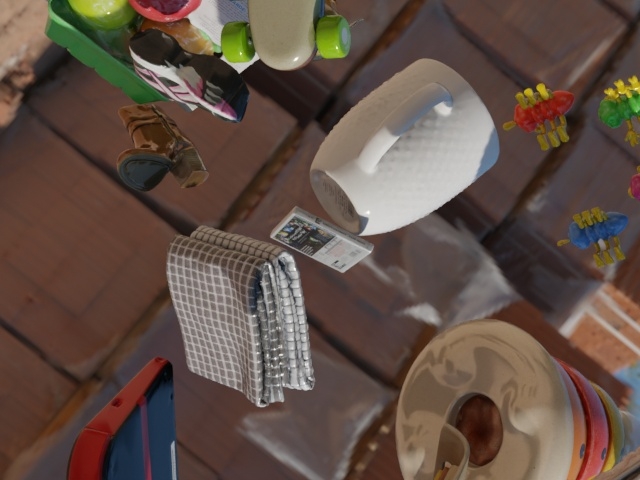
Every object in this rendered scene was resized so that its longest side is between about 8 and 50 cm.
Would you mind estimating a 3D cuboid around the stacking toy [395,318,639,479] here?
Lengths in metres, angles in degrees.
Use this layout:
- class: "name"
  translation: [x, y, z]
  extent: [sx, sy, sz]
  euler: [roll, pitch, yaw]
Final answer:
- class: "stacking toy"
  translation: [0.395, 0.319, 1.964]
  extent: [0.480, 0.350, 0.350]
  euler: [9, 132, -41]

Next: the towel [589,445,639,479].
- class: "towel"
  translation: [0.423, 0.418, 1.457]
  extent: [0.332, 0.317, 0.053]
  euler: [-37, -165, 5]

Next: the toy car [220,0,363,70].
- class: "toy car"
  translation: [-0.018, -0.286, 1.481]
  extent: [0.188, 0.155, 0.149]
  euler: [-13, 103, -68]

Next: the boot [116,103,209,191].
- class: "boot"
  translation: [-0.274, -0.152, 1.816]
  extent: [0.073, 0.152, 0.197]
  euler: [-43, 158, 20]

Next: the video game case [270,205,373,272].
- class: "video game case"
  translation: [0.000, 0.000, 2.339]
  extent: [0.022, 0.173, 0.190]
  euler: [-67, -171, -19]

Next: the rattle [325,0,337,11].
- class: "rattle"
  translation: [-0.053, -0.486, 2.357]
  extent: [0.130, 0.200, 0.143]
  euler: [34, 58, -71]

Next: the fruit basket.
- class: "fruit basket"
  translation: [-0.235, -0.352, 1.691]
  extent: [0.353, 0.327, 0.165]
  euler: [-31, -151, 49]

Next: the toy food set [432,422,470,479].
- class: "toy food set"
  translation: [0.119, 0.431, 1.657]
  extent: [0.306, 0.092, 0.220]
  euler: [-54, 156, -43]

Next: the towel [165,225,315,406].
- class: "towel"
  translation: [-0.146, 0.133, 2.018]
  extent: [0.121, 0.235, 0.283]
  euler: [-27, 119, -42]

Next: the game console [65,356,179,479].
- class: "game console"
  translation: [-0.283, 0.408, 1.750]
  extent: [0.342, 0.060, 0.386]
  euler: [-61, 152, -71]

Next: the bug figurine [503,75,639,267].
- class: "bug figurine"
  translation: [0.386, -0.110, 1.600]
  extent: [0.216, 0.279, 0.072]
  euler: [-18, -162, 30]

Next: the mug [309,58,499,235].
- class: "mug"
  translation: [0.159, -0.187, 2.346]
  extent: [0.328, 0.276, 0.374]
  euler: [-37, 168, -18]

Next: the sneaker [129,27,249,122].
- class: "sneaker"
  translation: [-0.172, -0.209, 1.548]
  extent: [0.072, 0.178, 0.077]
  euler: [-50, 170, -27]
